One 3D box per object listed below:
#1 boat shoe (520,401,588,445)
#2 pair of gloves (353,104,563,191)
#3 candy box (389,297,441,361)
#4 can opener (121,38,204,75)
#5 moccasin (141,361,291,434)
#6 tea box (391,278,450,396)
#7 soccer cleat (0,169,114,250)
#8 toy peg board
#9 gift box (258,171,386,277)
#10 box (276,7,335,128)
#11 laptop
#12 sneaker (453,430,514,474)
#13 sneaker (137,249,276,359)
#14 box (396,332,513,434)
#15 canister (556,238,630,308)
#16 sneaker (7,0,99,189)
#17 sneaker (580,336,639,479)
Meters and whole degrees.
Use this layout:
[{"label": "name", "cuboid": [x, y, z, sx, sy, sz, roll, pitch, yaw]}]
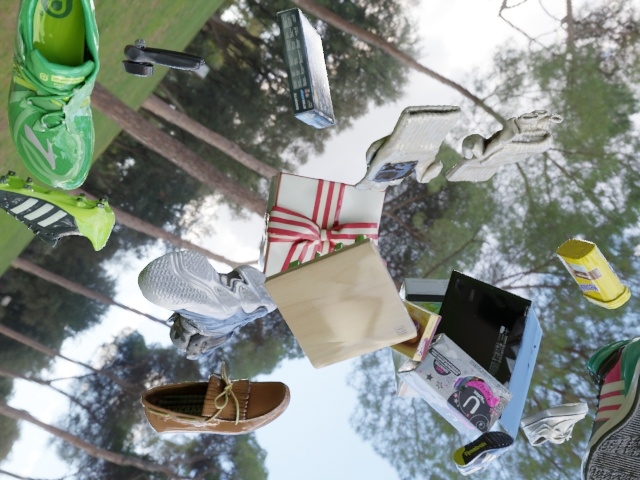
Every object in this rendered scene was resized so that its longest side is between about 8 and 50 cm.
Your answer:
[{"label": "boat shoe", "cuboid": [0.627, 0.496, 1.474, 0.267, 0.096, 0.088, 119, -35, -58]}, {"label": "pair of gloves", "cuboid": [0.181, -0.114, 0.737, 0.204, 0.240, 0.042, 138, -53, -66]}, {"label": "candy box", "cuboid": [0.166, 0.182, 1.244, 0.187, 0.053, 0.109, 24, -88, 40]}, {"label": "can opener", "cuboid": [-0.352, -0.408, 1.235, 0.059, 0.186, 0.073, -82, 176, -45]}, {"label": "moccasin", "cuboid": [-0.265, 0.401, 1.398, 0.380, 0.147, 0.139, -3, -141, 13]}, {"label": "tea box", "cuboid": [0.401, 0.367, 2.055, 0.329, 0.220, 0.323, 97, -7, -47]}, {"label": "soccer cleat", "cuboid": [-0.347, -0.035, 0.674, 0.060, 0.179, 0.072, -111, -141, -70]}, {"label": "toy peg board", "cuboid": [0.032, 0.078, 0.787, 0.161, 0.160, 0.079, -22, -158, 17]}, {"label": "gift box", "cuboid": [0.000, 0.000, 1.204, 0.258, 0.255, 0.276, -154, -111, -79]}, {"label": "box", "cuboid": [-0.028, -0.369, 1.210, 0.051, 0.220, 0.175, -10, 180, 15]}, {"label": "laptop", "cuboid": [0.521, 0.365, 1.741, 0.236, 0.408, 0.382, 105, 8, -70]}, {"label": "sneaker", "cuboid": [0.361, 0.470, 1.218, 0.144, 0.059, 0.053, -20, -152, -8]}, {"label": "sneaker", "cuboid": [-0.180, 0.103, 0.789, 0.153, 0.268, 0.101, -41, -114, 17]}, {"label": "box", "cuboid": [0.358, 0.391, 1.493, 0.142, 0.247, 0.163, -48, 176, -18]}, {"label": "canister", "cuboid": [0.699, 0.082, 1.421, 0.073, 0.170, 0.126, -40, -168, -2]}, {"label": "sneaker", "cuboid": [-0.337, -0.200, 0.690, 0.123, 0.109, 0.295, -131, -134, -56]}, {"label": "sneaker", "cuboid": [0.535, 0.297, 0.991, 0.295, 0.124, 0.178, -63, 174, 4]}]
